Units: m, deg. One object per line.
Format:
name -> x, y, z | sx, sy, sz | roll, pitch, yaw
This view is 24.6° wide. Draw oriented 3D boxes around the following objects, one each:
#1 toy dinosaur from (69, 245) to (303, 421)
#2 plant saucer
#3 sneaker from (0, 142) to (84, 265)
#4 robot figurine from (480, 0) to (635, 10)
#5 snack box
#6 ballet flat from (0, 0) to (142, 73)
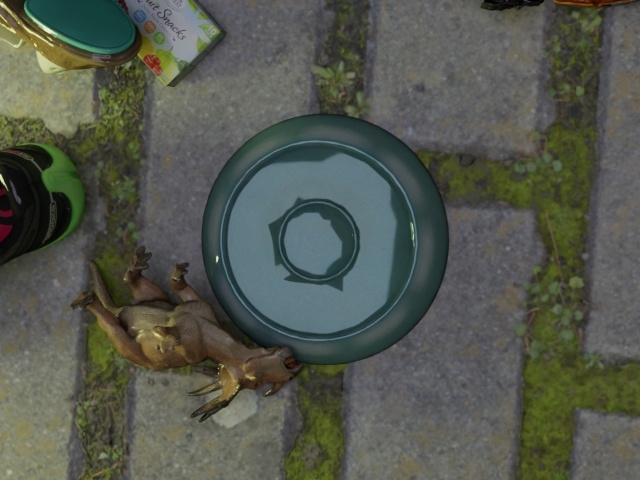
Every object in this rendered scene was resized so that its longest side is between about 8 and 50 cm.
toy dinosaur -> -0.190, 0.126, 1.840 | 0.296, 0.200, 0.127 | 17, 58, 32
plant saucer -> 0.000, 0.000, 1.827 | 0.318, 0.044, 0.317 | 1, 93, 10
sneaker -> -0.535, 0.009, 1.850 | 0.483, 0.202, 0.185 | -30, 86, 11
robot figurine -> 0.281, -0.367, 1.733 | 0.291, 0.085, 0.211 | 9, 94, 10
snack box -> -0.202, -0.279, 1.855 | 0.100, 0.037, 0.141 | -44, 84, 9
ballet flat -> -0.364, -0.284, 1.848 | 0.342, 0.116, 0.124 | 31, 140, 16
